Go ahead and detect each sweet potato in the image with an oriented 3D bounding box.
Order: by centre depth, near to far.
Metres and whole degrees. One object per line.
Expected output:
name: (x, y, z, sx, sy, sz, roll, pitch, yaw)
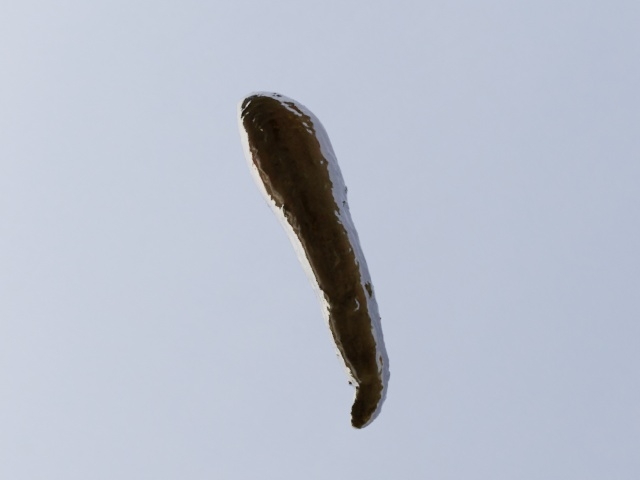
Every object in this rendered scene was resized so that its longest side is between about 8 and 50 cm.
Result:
sweet potato: (0.000, 0.000, 0.824, 0.050, 0.050, 0.214, -26, -119, 9)
